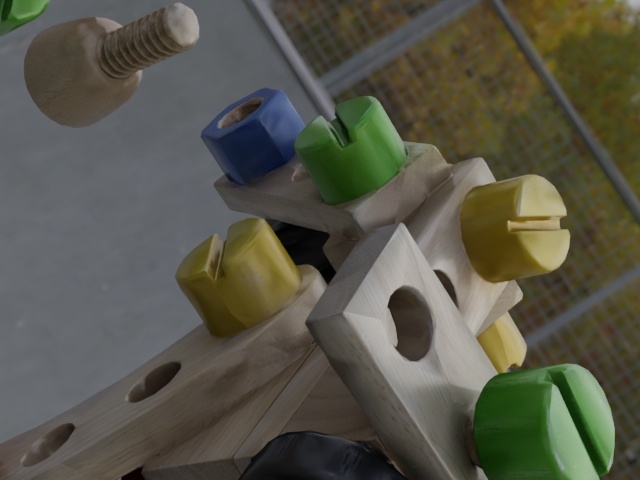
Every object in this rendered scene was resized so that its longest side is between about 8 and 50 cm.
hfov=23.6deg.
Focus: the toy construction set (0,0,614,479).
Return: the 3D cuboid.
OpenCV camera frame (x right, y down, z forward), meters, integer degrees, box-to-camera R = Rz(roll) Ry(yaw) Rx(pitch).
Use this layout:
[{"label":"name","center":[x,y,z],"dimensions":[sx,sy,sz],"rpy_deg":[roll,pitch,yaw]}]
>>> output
[{"label":"toy construction set","center":[0.000,0.000,0.505],"dimensions":[0.237,0.257,0.309],"rpy_deg":[-15,-89,48]}]
